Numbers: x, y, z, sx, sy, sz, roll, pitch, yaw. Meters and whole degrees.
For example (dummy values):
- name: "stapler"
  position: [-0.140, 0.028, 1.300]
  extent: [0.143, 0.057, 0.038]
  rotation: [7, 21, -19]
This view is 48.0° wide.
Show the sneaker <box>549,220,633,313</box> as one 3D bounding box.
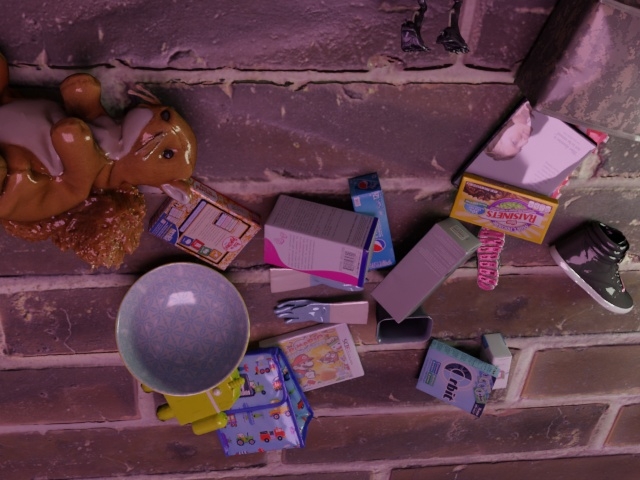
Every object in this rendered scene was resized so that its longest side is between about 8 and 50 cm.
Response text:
- name: "sneaker"
  position: [0.694, 0.065, 1.713]
  extent: [0.295, 0.105, 0.147]
  rotation: [34, 121, -24]

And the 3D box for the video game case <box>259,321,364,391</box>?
- name: "video game case"
  position: [-0.019, 0.303, 1.841]
  extent: [0.226, 0.026, 0.206]
  rotation: [-16, 128, 4]

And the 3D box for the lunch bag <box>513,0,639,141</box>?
- name: "lunch bag"
  position: [0.558, -0.331, 1.354]
  extent: [0.286, 0.169, 0.235]
  rotation: [16, 122, -14]

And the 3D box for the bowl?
- name: "bowl"
  position: [-0.305, 0.201, 1.620]
  extent: [0.289, 0.290, 0.156]
  rotation: [-1, 171, -7]

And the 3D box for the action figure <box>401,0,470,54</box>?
- name: "action figure"
  position: [0.196, -0.458, 1.223]
  extent: [0.164, 0.141, 0.276]
  rotation: [3, 91, 22]

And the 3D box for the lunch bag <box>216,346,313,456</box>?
- name: "lunch bag"
  position: [-0.172, 0.382, 1.820]
  extent: [0.220, 0.138, 0.293]
  rotation: [-12, 114, 16]

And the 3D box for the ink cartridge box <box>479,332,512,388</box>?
- name: "ink cartridge box"
  position: [0.455, 0.317, 1.881]
  extent: [0.052, 0.089, 0.123]
  rotation: [-5, 128, -7]

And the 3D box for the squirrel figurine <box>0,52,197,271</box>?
- name: "squirrel figurine"
  position: [-0.422, -0.133, 1.343]
  extent: [0.370, 0.281, 0.397]
  rotation: [-4, 142, -18]

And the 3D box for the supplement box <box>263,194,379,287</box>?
- name: "supplement box"
  position: [0.000, 0.000, 1.509]
  extent: [0.219, 0.114, 0.111]
  rotation: [14, 134, 8]

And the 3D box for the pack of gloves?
- name: "pack of gloves"
  position: [-0.001, 0.121, 1.707]
  extent: [0.231, 0.046, 0.195]
  rotation: [0, 134, -1]

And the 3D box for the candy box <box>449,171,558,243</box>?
- name: "candy box"
  position: [0.390, -0.068, 1.537]
  extent: [0.205, 0.027, 0.105]
  rotation: [17, 125, 7]

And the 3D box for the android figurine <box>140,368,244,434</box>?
- name: "android figurine"
  position: [-0.308, 0.353, 1.757]
  extent: [0.272, 0.056, 0.248]
  rotation: [-22, 98, 24]

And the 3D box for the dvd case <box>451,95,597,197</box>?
- name: "dvd case"
  position: [0.420, -0.160, 1.505]
  extent: [0.180, 0.022, 0.253]
  rotation: [35, 122, -6]

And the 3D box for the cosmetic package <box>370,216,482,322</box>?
- name: "cosmetic package"
  position: [0.236, 0.065, 1.619]
  extent: [0.107, 0.127, 0.238]
  rotation: [44, 117, 14]

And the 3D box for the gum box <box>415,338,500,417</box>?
- name: "gum box"
  position: [0.355, 0.359, 1.872]
  extent: [0.184, 0.041, 0.157]
  rotation: [23, 128, 17]

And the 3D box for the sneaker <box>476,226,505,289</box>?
- name: "sneaker"
  position: [0.392, 0.025, 1.672]
  extent: [0.063, 0.075, 0.171]
  rotation: [3, 106, 11]

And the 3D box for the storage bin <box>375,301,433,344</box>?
- name: "storage bin"
  position: [0.195, 0.194, 1.748]
  extent: [0.135, 0.091, 0.098]
  rotation: [-2, 127, -6]

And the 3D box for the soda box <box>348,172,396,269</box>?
- name: "soda box"
  position: [0.113, -0.038, 1.571]
  extent: [0.067, 0.071, 0.210]
  rotation: [-12, 128, 3]

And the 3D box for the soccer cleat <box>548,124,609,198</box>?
- name: "soccer cleat"
  position: [0.508, -0.170, 1.537]
  extent: [0.095, 0.083, 0.248]
  rotation: [36, 124, 3]

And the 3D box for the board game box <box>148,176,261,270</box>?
- name: "board game box"
  position: [-0.246, -0.034, 1.538]
  extent: [0.193, 0.045, 0.147]
  rotation: [31, 117, -27]
